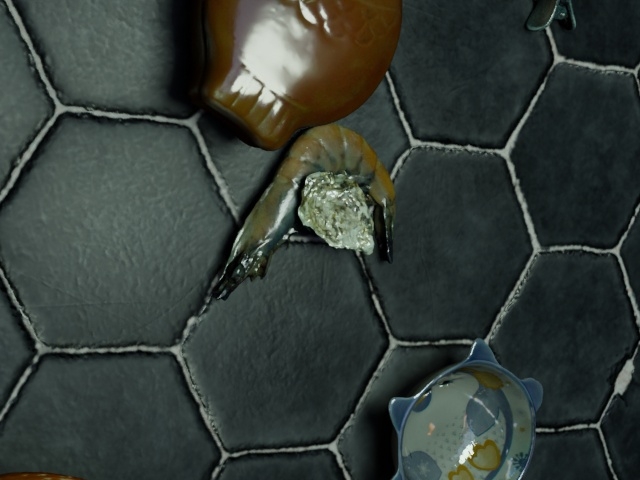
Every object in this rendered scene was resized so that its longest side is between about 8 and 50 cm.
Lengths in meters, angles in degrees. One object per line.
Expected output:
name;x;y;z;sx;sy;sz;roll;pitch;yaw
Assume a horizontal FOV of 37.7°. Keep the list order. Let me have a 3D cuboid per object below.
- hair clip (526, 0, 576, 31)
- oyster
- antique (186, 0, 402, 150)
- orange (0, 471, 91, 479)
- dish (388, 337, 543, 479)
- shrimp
hair clip;0.317;-0.378;1.187;0.070;0.039;0.230;-7;123;-26
oyster;0.021;-0.031;1.066;0.100;0.037;0.098;-2;96;-36
antique;-0.032;-0.233;1.016;0.223;0.129;0.278;32;81;-26
orange;-0.282;0.407;0.845;0.423;0.326;0.424;-14;120;-25
dish;0.165;0.233;1.189;0.236;0.086;0.228;-7;97;-26
shrimp;0.000;0.000;1.101;0.198;0.051;0.262;41;74;-25
